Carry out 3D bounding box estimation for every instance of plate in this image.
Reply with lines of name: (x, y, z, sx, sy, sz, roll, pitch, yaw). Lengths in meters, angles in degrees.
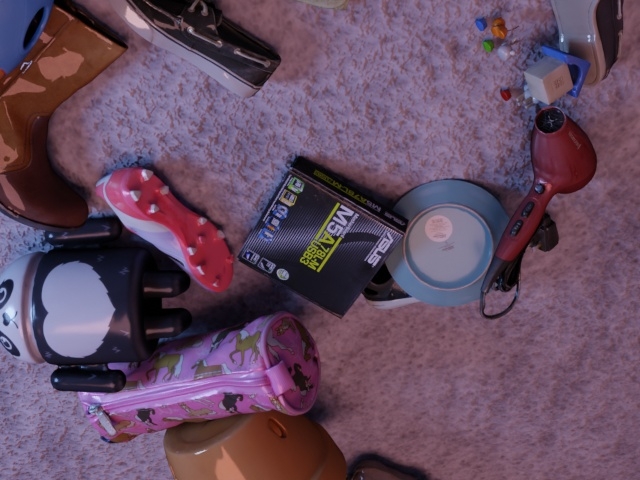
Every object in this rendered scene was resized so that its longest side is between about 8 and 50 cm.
plate: (0.181, 0.008, 1.135, 0.188, 0.024, 0.188, 2, 104, 8)

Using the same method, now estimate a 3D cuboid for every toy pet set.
toy pet set: (0.261, -0.219, 0.964, 0.065, 0.114, 0.122, -36, 128, -6)

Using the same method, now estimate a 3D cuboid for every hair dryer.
hair dryer: (0.289, -0.046, 1.027, 0.080, 0.223, 0.293, 19, 133, 26)

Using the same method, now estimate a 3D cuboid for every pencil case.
pencil case: (-0.188, 0.214, 1.233, 0.386, 0.167, 0.160, -15, 134, 25)

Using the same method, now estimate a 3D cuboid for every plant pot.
plant pot: (-0.129, 0.364, 1.345, 0.291, 0.291, 0.203, -22, 110, 18)

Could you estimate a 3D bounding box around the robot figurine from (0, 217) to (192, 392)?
robot figurine: (-0.333, 0.095, 1.164, 0.278, 0.209, 0.173, -2, 143, 1)

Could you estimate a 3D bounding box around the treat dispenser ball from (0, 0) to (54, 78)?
treat dispenser ball: (-0.408, -0.277, 0.778, 0.288, 0.288, 0.288, 0, 130, 0)

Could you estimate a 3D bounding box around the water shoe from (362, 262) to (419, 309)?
water shoe: (0.151, 0.045, 1.189, 0.203, 0.073, 0.080, -21, 125, 16)

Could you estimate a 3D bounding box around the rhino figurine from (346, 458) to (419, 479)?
rhino figurine: (0.152, 0.494, 1.566, 0.243, 0.073, 0.106, 24, 129, -21)

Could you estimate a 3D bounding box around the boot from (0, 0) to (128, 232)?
boot: (-0.343, -0.165, 1.027, 0.280, 0.096, 0.264, -40, 112, 20)

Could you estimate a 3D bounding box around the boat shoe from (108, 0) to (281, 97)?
boat shoe: (-0.145, -0.254, 0.941, 0.219, 0.078, 0.070, 28, 126, -31)

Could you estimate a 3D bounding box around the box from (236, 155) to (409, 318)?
box: (0.000, 0.000, 1.144, 0.184, 0.045, 0.190, 32, 125, -4)

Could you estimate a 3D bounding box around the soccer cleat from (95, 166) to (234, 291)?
soccer cleat: (-0.217, -0.014, 1.149, 0.095, 0.083, 0.248, 0, 143, 40)

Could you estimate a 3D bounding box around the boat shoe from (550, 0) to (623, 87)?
boat shoe: (0.317, -0.284, 0.934, 0.065, 0.075, 0.206, -35, 128, -27)

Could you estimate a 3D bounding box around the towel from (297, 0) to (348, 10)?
towel: (-0.027, -0.323, 0.909, 0.148, 0.027, 0.110, 10, 129, -8)
